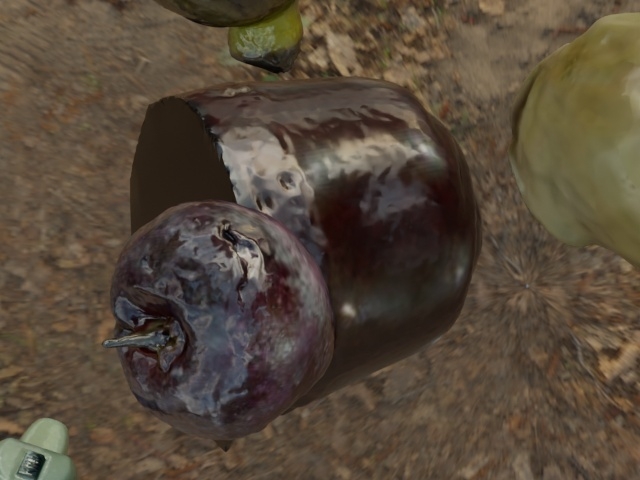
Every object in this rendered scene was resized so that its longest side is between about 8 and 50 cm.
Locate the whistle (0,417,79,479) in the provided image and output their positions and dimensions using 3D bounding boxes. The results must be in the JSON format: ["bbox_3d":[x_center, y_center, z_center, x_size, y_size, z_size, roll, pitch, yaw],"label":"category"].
[{"bbox_3d":[-0.277,0.242,1.204,0.110,0.244,0.092,17,114,-6],"label":"whistle"}]

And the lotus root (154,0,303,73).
[{"bbox_3d":[-0.084,-0.237,0.834,0.141,0.169,0.314,-26,128,12],"label":"lotus root"}]

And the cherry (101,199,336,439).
[{"bbox_3d":[-0.077,0.058,1.056,0.195,0.195,0.195,0,88,9],"label":"cherry"}]

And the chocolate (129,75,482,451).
[{"bbox_3d":[0.000,0.000,1.411,0.331,0.384,0.383,-8,86,-27],"label":"chocolate"}]

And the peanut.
[{"bbox_3d":[0.264,-0.045,0.636,0.340,0.158,0.174,-16,130,23],"label":"peanut"}]
